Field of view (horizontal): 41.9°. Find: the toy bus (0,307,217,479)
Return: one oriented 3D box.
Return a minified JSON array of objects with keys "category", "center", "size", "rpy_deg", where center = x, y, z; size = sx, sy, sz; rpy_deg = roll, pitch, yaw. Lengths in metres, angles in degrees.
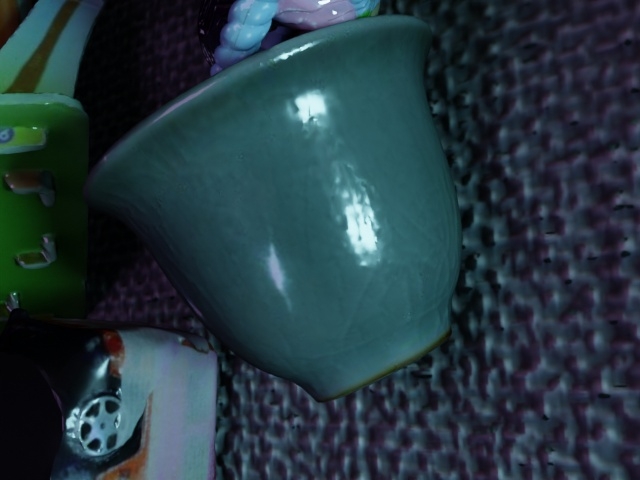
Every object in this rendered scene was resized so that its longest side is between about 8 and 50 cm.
[{"category":"toy bus","center":[-0.151,0.198,0.550],"size":[0.127,0.147,0.302],"rpy_deg":[0,88,42]}]

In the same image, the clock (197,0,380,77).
[{"category":"clock","center":[-0.001,-0.155,0.434],"size":[0.100,0.194,0.195],"rpy_deg":[31,115,0]}]

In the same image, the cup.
[{"category":"cup","center":[0.000,0.000,0.436],"size":[0.199,0.199,0.150],"rpy_deg":[-30,85,36]}]

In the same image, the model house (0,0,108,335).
[{"category":"model house","center":[-0.238,-0.126,0.646],"size":[0.300,0.340,0.323],"rpy_deg":[116,143,-56]}]
